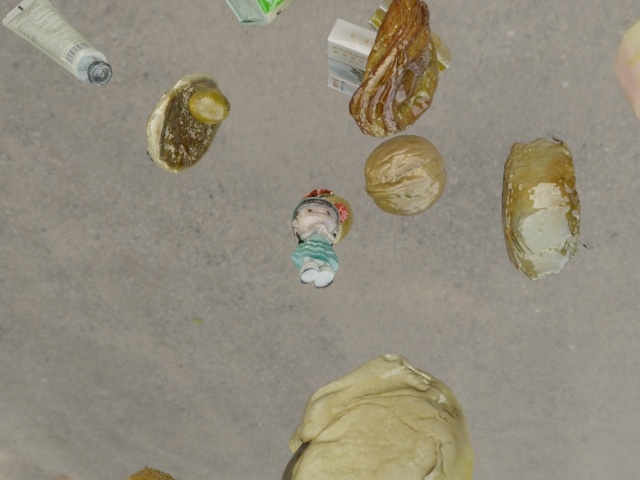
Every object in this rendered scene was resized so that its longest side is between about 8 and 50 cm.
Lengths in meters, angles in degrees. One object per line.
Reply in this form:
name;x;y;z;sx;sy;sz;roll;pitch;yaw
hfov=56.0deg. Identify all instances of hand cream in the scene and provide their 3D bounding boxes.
hand cream;-0.394;-0.303;0.902;0.234;0.080;0.050;40;171;24

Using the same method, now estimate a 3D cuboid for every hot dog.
hot dog;0.149;-0.311;1.070;0.114;0.259;0.175;17;168;28

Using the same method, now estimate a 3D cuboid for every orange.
orange;-0.255;-0.311;1.388;0.095;0.085;0.085;3;135;1

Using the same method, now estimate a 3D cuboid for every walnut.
walnut;0.226;-0.173;1.621;0.228;0.228;0.228;4;135;4

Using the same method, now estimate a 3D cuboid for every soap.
soap;0.236;-0.529;1.563;0.232;0.140;0.073;39;128;-9

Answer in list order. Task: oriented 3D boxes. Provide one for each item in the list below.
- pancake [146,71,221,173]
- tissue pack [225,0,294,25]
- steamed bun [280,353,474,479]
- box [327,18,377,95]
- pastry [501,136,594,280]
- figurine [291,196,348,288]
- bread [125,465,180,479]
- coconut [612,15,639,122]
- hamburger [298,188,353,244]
pancake;-0.333;-0.295;1.521;0.049;0.282;0.282;25;139;19
tissue pack;-0.083;-0.710;1.258;0.405;0.205;0.331;-45;128;-10
steamed bun;0.102;0.389;1.036;0.325;0.372;0.230;-3;121;8
box;0.094;-0.419;1.443;0.150;0.067;0.233;26;169;6
pastry;0.234;-0.033;0.644;0.081;0.153;0.153;-11;132;17
figurine;0.000;0.000;0.602;0.060;0.106;0.047;6;137;-6
bread;-0.217;0.381;0.631;0.160;0.260;0.147;30;168;19
coconut;0.462;-0.208;0.733;0.171;0.182;0.170;-6;142;-5
hamburger;0.016;-0.063;1.735;0.175;0.175;0.137;44;166;-31
